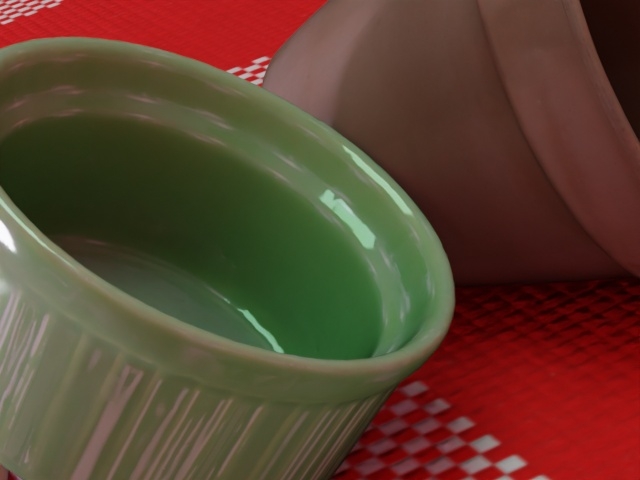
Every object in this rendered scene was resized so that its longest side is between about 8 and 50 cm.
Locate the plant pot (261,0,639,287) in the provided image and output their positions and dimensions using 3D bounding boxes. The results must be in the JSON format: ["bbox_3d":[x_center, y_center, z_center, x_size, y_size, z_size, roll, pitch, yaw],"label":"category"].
[{"bbox_3d":[0.122,-0.097,1.214,0.280,0.323,0.323,-20,17,32],"label":"plant pot"}]

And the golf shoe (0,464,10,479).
[{"bbox_3d":[-0.320,0.174,1.082,0.306,0.140,0.115,-37,26,6],"label":"golf shoe"}]

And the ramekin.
[{"bbox_3d":[-0.088,0.028,1.048,0.303,0.148,0.303,22,28,-13],"label":"ramekin"}]
